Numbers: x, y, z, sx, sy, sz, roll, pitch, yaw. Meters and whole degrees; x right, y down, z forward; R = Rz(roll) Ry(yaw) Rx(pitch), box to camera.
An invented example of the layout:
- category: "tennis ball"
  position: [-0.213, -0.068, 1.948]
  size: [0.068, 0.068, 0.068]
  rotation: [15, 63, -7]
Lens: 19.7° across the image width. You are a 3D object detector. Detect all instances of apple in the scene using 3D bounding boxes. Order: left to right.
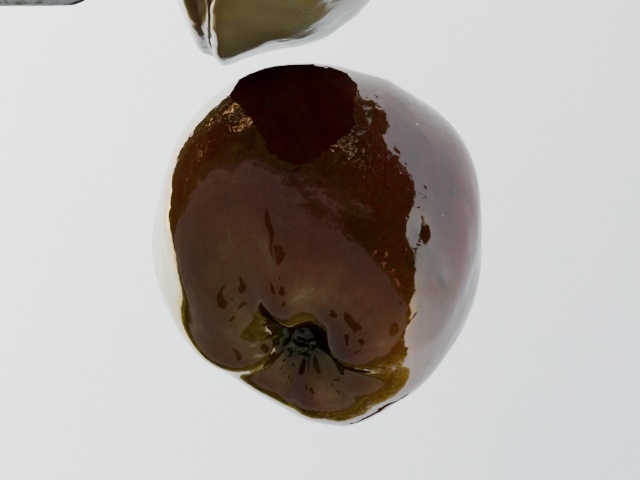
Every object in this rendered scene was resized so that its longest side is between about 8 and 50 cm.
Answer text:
- category: "apple"
  position: [-0.002, -0.001, 1.189]
  size: [0.234, 0.234, 0.234]
  rotation: [14, -60, 26]

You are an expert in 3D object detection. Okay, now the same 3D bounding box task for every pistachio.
- category: "pistachio"
  position: [-0.029, -0.209, 1.123]
  size: [0.162, 0.181, 0.293]
  rotation: [32, -17, 4]

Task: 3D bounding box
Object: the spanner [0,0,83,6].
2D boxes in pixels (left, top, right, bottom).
- category: "spanner"
  position: [-0.230, -0.114, 0.840]
  size: [0.087, 0.316, 0.024]
  rotation: [54, -50, 25]
